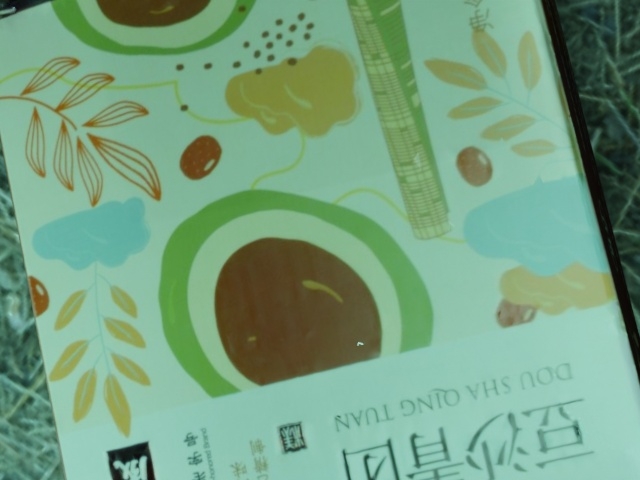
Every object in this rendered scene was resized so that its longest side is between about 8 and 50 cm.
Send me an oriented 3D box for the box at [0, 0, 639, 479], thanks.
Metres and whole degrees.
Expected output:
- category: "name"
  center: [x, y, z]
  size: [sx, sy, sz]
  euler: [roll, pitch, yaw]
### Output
- category: "box"
  center: [0.000, 0.000, 0.883]
  size: [0.344, 0.122, 0.385]
  euler: [-15, 81, 14]
